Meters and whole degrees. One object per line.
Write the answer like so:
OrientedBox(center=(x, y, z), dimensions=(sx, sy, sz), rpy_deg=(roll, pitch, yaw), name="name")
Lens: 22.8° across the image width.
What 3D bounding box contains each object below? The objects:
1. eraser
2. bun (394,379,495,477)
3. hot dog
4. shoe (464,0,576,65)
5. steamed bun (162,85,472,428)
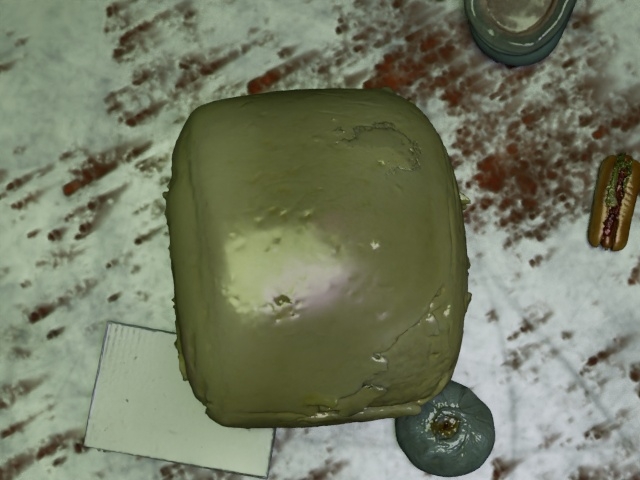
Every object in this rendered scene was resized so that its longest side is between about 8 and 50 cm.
OrientedBox(center=(-0.105, 0.127, 1.258), dimensions=(0.150, 0.023, 0.104), rpy_deg=(10, 83, 1), name="eraser")
OrientedBox(center=(0.097, 0.147, 1.245), dimensions=(0.083, 0.045, 0.083), rpy_deg=(0, 79, -2), name="bun")
OrientedBox(center=(0.239, -0.032, 1.277), dimensions=(0.037, 0.021, 0.083), rpy_deg=(10, 85, 0), name="hot dog")
OrientedBox(center=(0.196, -0.260, 1.263), dimensions=(0.103, 0.100, 0.251), rpy_deg=(25, 87, 3), name="shoe")
OrientedBox(center=(0.000, 0.000, 1.190), dimensions=(0.232, 0.166, 0.273), rpy_deg=(-2, 75, 0), name="steamed bun")
